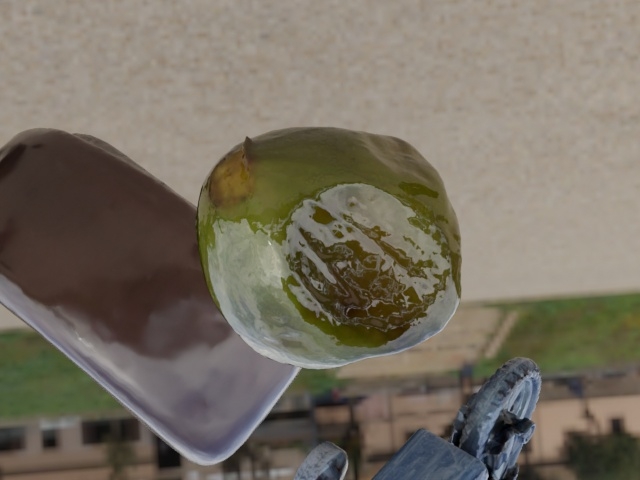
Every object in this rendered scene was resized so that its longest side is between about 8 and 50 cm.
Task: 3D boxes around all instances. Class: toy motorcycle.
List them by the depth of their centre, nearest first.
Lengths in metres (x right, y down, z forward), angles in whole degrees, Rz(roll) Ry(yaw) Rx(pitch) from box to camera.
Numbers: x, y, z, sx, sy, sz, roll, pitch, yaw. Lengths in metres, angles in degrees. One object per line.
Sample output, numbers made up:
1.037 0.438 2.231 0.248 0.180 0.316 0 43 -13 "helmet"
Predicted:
0.034 0.162 0.757 0.092 0.135 0.254 28 -135 24 "toy motorcycle"

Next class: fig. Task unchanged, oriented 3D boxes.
0.000 0.000 0.878 0.154 0.144 0.166 41 -170 33 "fig"

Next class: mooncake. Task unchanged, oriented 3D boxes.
-0.161 0.052 1.400 0.326 0.174 0.334 33 169 25 "mooncake"
